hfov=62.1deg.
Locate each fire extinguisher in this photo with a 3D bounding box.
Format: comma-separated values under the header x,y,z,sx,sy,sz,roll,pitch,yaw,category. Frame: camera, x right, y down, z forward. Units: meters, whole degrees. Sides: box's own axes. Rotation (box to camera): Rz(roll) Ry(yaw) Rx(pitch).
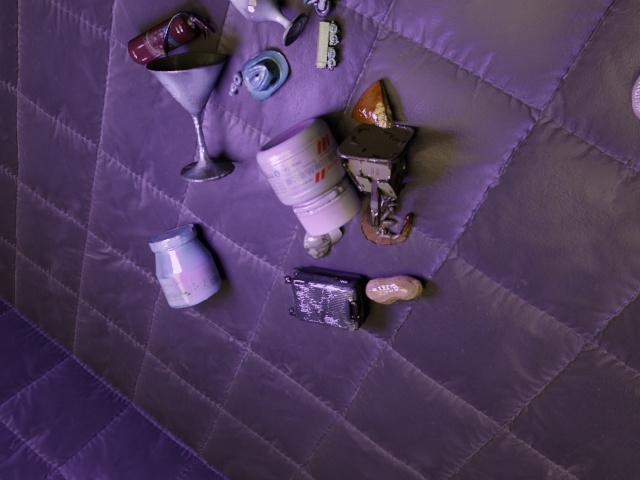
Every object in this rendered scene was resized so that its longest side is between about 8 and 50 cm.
x,y,z,sx,sy,sz,roll,pitch,yaw,category
-0.519,-0.702,1.853,0.341,0.105,0.141,-10,146,33,fire extinguisher

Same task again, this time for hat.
x,y,z,sx,sy,sz,roll,pitch,yaw,category
-0.198,-0.542,1.755,0.190,0.078,0.138,-28,97,37,hat
0.005,-0.004,1.923,0.166,0.081,0.122,-30,100,27,hat

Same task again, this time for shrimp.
x,y,z,sx,sy,sz,roll,pitch,yaw,category
0.232,-0.074,1.766,0.173,0.058,0.253,39,129,-1,shrimp

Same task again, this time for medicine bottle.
x,y,z,sx,sy,sz,roll,pitch,yaw,category
-0.565,0.101,2.205,0.244,0.245,0.290,-10,108,34,medicine bottle
-0.029,-0.202,1.721,0.256,0.256,0.325,-16,113,35,medicine bottle

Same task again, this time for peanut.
x,y,z,sx,sy,sz,roll,pitch,yaw,category
0.256,0.172,1.853,0.214,0.090,0.099,-12,96,35,peanut

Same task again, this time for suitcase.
x,y,z,sx,sy,sz,roll,pitch,yaw,category
0.026,0.211,1.983,0.312,0.128,0.202,7,118,27,suitcase

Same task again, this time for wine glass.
x,y,z,sx,sy,sz,roll,pitch,yaw,category
-0.164,-0.709,1.621,0.241,0.126,0.126,40,128,4,wine glass
-0.430,-0.424,1.852,0.267,0.267,0.406,11,122,25,wine glass

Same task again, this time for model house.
x,y,z,sx,sy,sz,roll,pitch,yaw,category
0.181,-0.197,1.662,0.204,0.218,0.279,14,134,24,model house

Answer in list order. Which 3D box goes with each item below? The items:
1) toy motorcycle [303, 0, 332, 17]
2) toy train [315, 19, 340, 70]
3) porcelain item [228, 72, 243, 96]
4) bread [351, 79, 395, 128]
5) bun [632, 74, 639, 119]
x,y,z,sx,sy,sz,roll,pitch,yaw,category
0.018,-0.747,1.530,0.106,0.074,0.190,43,129,16,toy motorcycle
0.023,-0.596,1.623,0.070,0.038,0.148,18,121,21,toy train
-0.294,-0.541,1.843,0.036,0.028,0.083,36,126,12,porcelain item
0.166,-0.419,1.619,0.154,0.054,0.136,23,114,29,bread
0.830,-0.343,1.234,0.173,0.113,0.167,24,123,46,bun
